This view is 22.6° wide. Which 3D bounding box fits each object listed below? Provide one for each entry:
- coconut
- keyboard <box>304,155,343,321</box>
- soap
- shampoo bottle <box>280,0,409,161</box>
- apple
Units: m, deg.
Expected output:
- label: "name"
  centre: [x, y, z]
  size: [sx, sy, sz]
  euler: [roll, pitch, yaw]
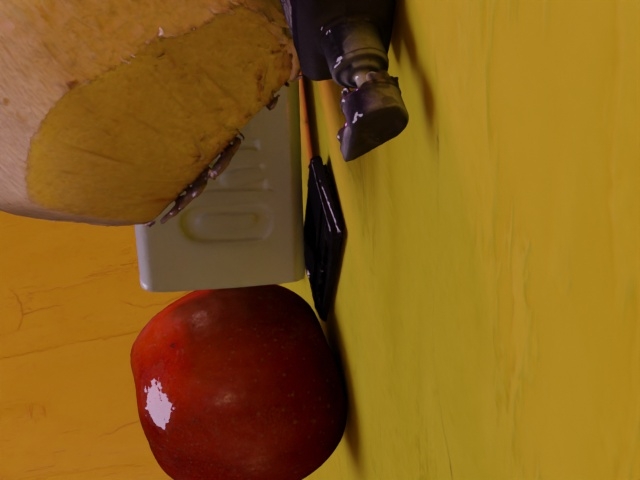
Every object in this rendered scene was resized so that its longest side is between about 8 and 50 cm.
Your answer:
- label: "coconut"
  centre: [-0.190, -0.201, 1.193]
  size: [0.360, 0.346, 0.346]
  euler: [43, 180, -12]
- label: "keyboard"
  centre: [0.000, 0.000, 1.500]
  size: [0.250, 0.017, 0.087]
  euler: [96, 161, -69]
- label: "soap"
  centre: [-0.098, -0.086, 1.477]
  size: [0.087, 0.160, 0.265]
  euler: [-102, 9, -58]
- label: "shampoo bottle"
  centre: [-0.001, -0.192, 1.007]
  size: [0.098, 0.071, 0.309]
  euler: [96, 160, -57]
- label: "apple"
  centre: [-0.080, 0.148, 1.619]
  size: [0.218, 0.201, 0.218]
  euler: [-17, -90, -89]
